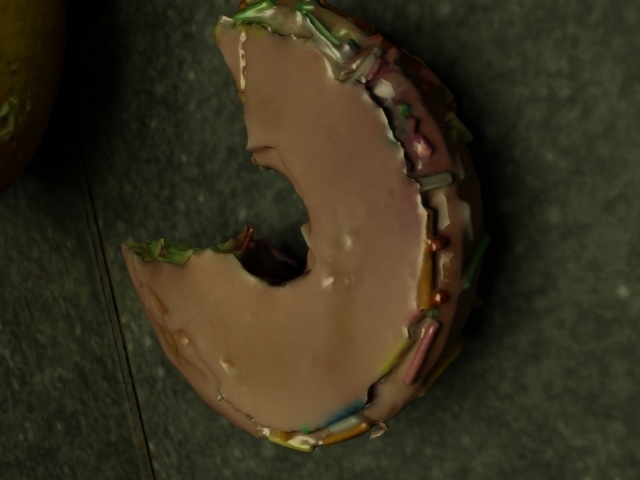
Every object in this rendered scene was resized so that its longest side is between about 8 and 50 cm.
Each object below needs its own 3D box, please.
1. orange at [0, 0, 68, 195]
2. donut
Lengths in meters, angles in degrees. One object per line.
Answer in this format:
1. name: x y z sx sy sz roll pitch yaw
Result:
1. orange: -0.279 -0.165 0.711 0.274 0.274 0.310 -16 123 41
2. donut: 0.000 0.000 0.616 0.199 0.085 0.233 46 124 24
